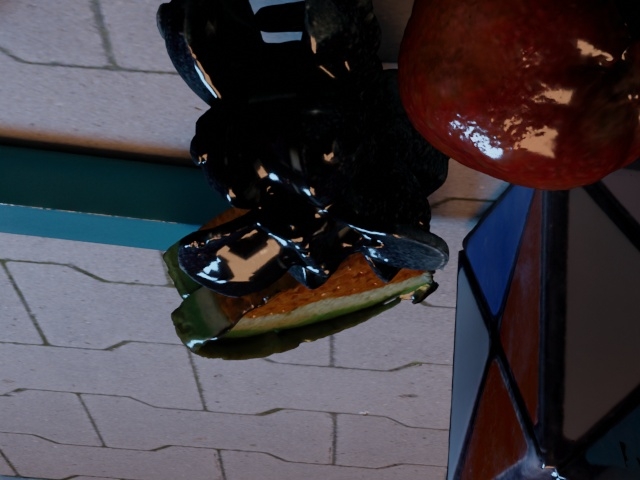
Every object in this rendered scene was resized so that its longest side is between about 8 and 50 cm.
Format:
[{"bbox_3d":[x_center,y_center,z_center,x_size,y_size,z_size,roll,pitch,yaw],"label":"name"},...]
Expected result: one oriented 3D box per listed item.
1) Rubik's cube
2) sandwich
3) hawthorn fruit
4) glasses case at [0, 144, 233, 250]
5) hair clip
[{"bbox_3d":[0.299,0.107,1.560,0.310,0.307,0.305,7,158,-11],"label":"Rubik's cube"},{"bbox_3d":[-0.011,0.009,1.570,0.292,0.109,0.212,-22,156,-25],"label":"sandwich"},{"bbox_3d":[0.135,-0.130,1.167,0.189,0.190,0.251,20,175,-36],"label":"hawthorn fruit"},{"bbox_3d":[-0.227,-0.042,1.638,0.301,0.070,0.117,5,165,-6],"label":"glasses case"},{"bbox_3d":[0.001,-0.070,1.282,0.194,0.206,0.310,-3,159,20],"label":"hair clip"}]
